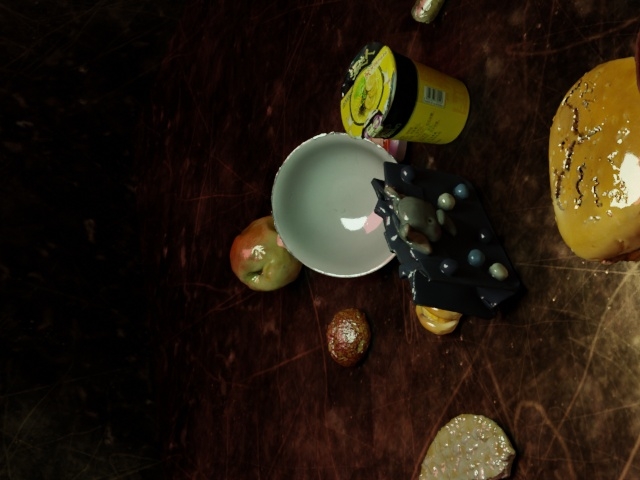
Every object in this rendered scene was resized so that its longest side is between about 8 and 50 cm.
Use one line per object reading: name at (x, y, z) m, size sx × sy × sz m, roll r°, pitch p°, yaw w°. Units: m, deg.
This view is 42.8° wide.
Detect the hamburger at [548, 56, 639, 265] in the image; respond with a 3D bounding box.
hamburger at (0.470, -0.127, 1.237) m, size 0.284 × 0.174 × 0.305 m, roll 130°, pitch 142°, yaw -64°

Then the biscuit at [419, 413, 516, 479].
biscuit at (0.283, 0.417, 1.609) m, size 0.290 × 0.038 × 0.141 m, roll -39°, pitch 48°, yaw 49°

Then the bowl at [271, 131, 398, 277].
bowl at (0.066, -0.093, 1.972) m, size 0.157 × 0.345 × 0.346 m, roll -36°, pitch -35°, yaw -70°

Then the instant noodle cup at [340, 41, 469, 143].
instant noodle cup at (0.192, -0.303, 1.777) m, size 0.215 × 0.236 × 0.216 m, roll -26°, pitch 60°, yaw 57°

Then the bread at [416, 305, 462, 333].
bread at (0.256, 0.114, 1.703) m, size 0.119 × 0.084 × 0.177 m, roll 56°, pitch 134°, yaw 53°

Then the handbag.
handbag at (0.229, -0.015, 1.590) m, size 0.118 × 0.269 × 0.326 m, roll -56°, pitch 37°, yaw 36°

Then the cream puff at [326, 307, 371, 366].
cream puff at (0.061, 0.237, 2.024) m, size 0.149 × 0.084 × 0.149 m, roll -31°, pitch 53°, yaw 54°

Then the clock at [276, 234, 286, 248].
clock at (0.007, -0.096, 2.181) m, size 0.241 × 0.142 × 0.227 m, roll -26°, pitch 56°, yaw 44°

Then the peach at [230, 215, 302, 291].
peach at (-0.139, 0.031, 2.350) m, size 0.214 × 0.214 × 0.235 m, roll -36°, pitch 16°, yaw 53°

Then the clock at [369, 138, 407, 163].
clock at (0.158, -0.254, 2.002) m, size 0.172 × 0.064 × 0.198 m, roll 54°, pitch 132°, yaw 32°

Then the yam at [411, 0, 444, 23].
yam at (0.298, -0.649, 1.862) m, size 0.071 × 0.067 × 0.317 m, roll 51°, pitch 129°, yaw 37°

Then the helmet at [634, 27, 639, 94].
helmet at (0.593, -0.218, 1.012) m, size 0.337 × 0.230 × 0.385 m, roll -26°, pitch 48°, yaw 29°
